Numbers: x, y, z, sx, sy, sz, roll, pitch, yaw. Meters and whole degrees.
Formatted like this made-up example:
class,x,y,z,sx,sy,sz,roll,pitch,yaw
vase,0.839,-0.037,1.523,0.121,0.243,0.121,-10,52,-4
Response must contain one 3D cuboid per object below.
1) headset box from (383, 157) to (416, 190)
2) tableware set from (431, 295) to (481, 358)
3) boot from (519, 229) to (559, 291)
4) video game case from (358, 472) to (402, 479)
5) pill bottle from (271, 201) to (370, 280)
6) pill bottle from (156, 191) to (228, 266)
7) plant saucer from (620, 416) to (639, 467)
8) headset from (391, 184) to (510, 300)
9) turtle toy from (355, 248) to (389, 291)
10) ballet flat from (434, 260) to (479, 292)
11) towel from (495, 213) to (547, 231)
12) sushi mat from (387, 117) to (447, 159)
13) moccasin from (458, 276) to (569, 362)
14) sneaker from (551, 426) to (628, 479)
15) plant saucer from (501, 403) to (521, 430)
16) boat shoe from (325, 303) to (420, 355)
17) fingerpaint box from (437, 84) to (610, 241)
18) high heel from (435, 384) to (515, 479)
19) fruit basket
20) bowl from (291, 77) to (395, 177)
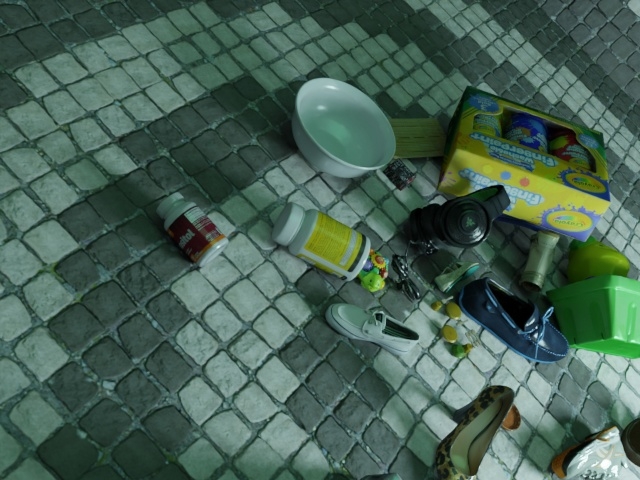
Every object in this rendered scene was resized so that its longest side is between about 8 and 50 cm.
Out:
class,x,y,z,sx,sy,sz,roll,pitch,yaw
headset box,0.223,-0.181,2.109,0.083,0.032,0.062,48,45,3
tableware set,0.330,0.217,1.895,0.104,0.024,0.154,-17,70,-39
boot,0.618,0.067,2.161,0.077,0.213,0.165,18,83,12
video game case,0.190,0.563,1.350,0.036,0.300,0.329,-32,78,-15
pill bottle,0.000,0.000,1.749,0.208,0.119,0.119,27,46,-17
pill bottle,-0.273,-0.025,1.597,0.152,0.086,0.086,47,44,5
plant saucer,0.865,0.516,1.959,0.168,0.168,0.029,-71,146,-43
headset,0.331,-0.012,1.940,0.394,0.243,0.185,-31,98,-30
turtle toy,0.125,0.072,1.822,0.095,0.066,0.130,27,46,-16
ballet flat,0.359,0.082,1.994,0.052,0.057,0.168,46,43,17
towel,0.560,-0.158,2.269,0.243,0.040,0.336,14,41,0
sushi mat,0.270,-0.304,2.245,0.316,0.019,0.151,-8,62,-39
moccasin,0.519,0.212,1.963,0.341,0.117,0.138,27,46,-16
sneaker,0.670,0.545,1.840,0.262,0.099,0.121,-11,70,-39
plant saucer,0.448,0.421,1.830,0.083,0.013,0.084,19,48,-23
boat shoe,0.124,0.188,1.727,0.226,0.076,0.083,22,47,-21
fingerpaint box,0.589,-0.234,2.192,0.444,0.163,0.371,20,42,1
high heel,0.336,0.431,1.616,0.093,0.186,0.261,32,45,-11
fruit basket,0.839,0.138,2.169,0.391,0.283,0.392,10,71,-29
bowl,0.037,-0.268,1.969,0.297,0.134,0.298,19,50,-24
